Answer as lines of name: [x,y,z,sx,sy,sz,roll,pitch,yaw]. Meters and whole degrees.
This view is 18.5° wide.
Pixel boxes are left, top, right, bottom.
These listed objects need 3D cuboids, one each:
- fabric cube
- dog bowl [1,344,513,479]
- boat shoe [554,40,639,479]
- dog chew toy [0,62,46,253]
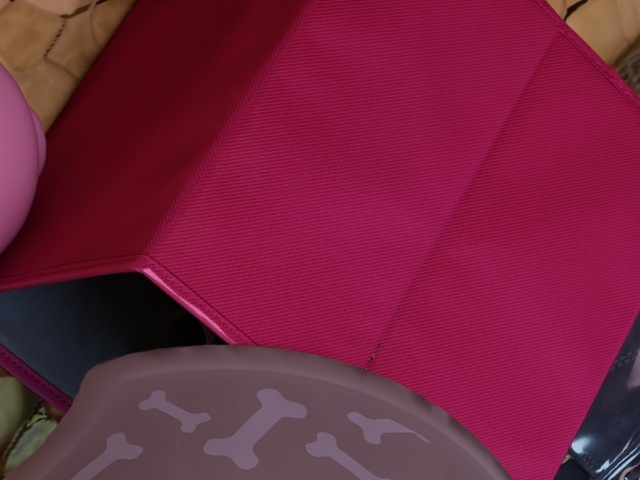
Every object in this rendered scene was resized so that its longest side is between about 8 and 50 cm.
fabric cube: [0.000,0.000,1.047,0.259,0.254,0.258,42,64,-22]
dog bowl: [-0.050,0.224,0.886,0.349,0.102,0.348,-3,113,-7]
boat shoe: [0.252,-0.025,1.258,0.500,0.187,0.156,-48,116,-21]
dog chew toy: [-0.276,-0.027,0.912,0.332,0.207,0.206,-10,91,-41]
